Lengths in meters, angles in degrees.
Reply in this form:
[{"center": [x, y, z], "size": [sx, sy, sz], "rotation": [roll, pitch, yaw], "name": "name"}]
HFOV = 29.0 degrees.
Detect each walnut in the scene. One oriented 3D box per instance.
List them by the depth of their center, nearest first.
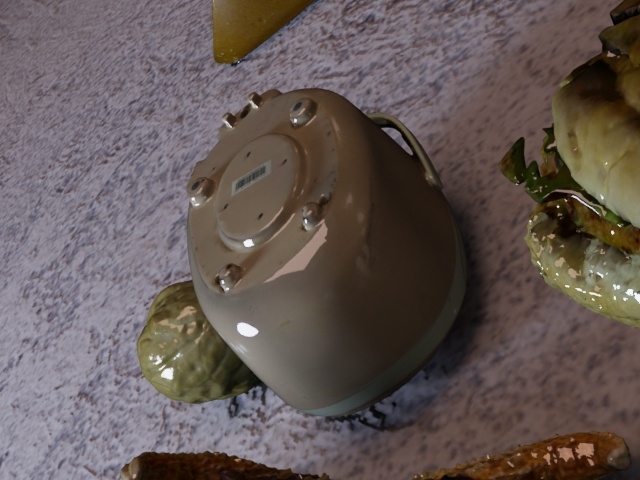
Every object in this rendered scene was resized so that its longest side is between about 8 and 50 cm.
[{"center": [-0.072, 0.062, 0.769], "size": [0.092, 0.092, 0.092], "rotation": [-36, 31, 25], "name": "walnut"}]

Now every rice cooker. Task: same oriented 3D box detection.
[{"center": [0.000, 0.000, 0.691], "size": [0.145, 0.127, 0.206], "rotation": [-35, 39, 16], "name": "rice cooker"}]

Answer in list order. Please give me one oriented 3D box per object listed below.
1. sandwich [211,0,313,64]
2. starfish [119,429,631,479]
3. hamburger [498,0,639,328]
[{"center": [-0.036, -0.252, 1.094], "size": [0.244, 0.088, 0.090], "rotation": [-32, 36, 29], "name": "sandwich"}, {"center": [0.021, 0.139, 0.497], "size": [0.238, 0.071, 0.216], "rotation": [-31, 51, -14], "name": "starfish"}, {"center": [0.169, -0.018, 0.391], "size": [0.206, 0.183, 0.129], "rotation": [11, 92, 59], "name": "hamburger"}]
